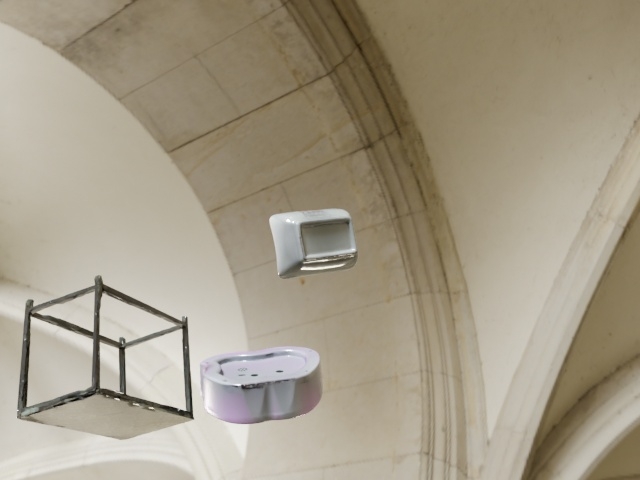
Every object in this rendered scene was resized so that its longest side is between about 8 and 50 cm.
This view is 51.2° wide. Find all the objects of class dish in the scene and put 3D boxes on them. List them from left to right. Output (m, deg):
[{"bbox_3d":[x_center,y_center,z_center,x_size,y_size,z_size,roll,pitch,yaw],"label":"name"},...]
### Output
[{"bbox_3d":[0.000,0.000,1.531,0.077,0.212,0.151,-18,-100,58],"label":"dish"}]

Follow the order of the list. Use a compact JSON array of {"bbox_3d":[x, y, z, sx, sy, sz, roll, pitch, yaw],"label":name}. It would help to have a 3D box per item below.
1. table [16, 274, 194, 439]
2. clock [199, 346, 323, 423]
[{"bbox_3d":[-0.486,0.284,1.558,0.222,0.272,0.335,-19,-30,18],"label":"table"},{"bbox_3d":[-0.154,0.369,1.769,0.338,0.338,0.102,1,-81,21],"label":"clock"}]
